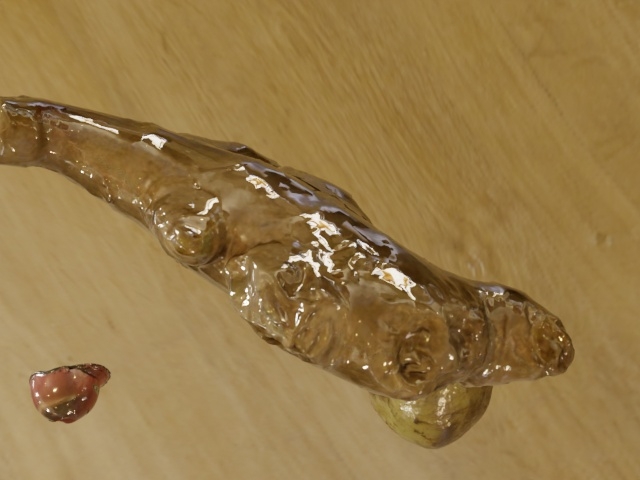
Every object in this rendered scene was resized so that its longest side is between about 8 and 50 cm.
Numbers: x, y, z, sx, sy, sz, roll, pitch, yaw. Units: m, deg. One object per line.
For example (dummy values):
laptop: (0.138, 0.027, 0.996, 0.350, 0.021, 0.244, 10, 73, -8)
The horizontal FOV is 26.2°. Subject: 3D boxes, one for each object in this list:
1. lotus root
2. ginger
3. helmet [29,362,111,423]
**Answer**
lotus root: (0.117, 0.119, 1.388, 0.139, 0.214, 0.138, 8, 43, -8)
ginger: (-0.021, 0.005, 0.763, 0.333, 0.166, 0.080, 26, 107, 17)
helmet: (-0.254, 0.159, 1.393, 0.084, 0.065, 0.049, -13, 54, 8)
